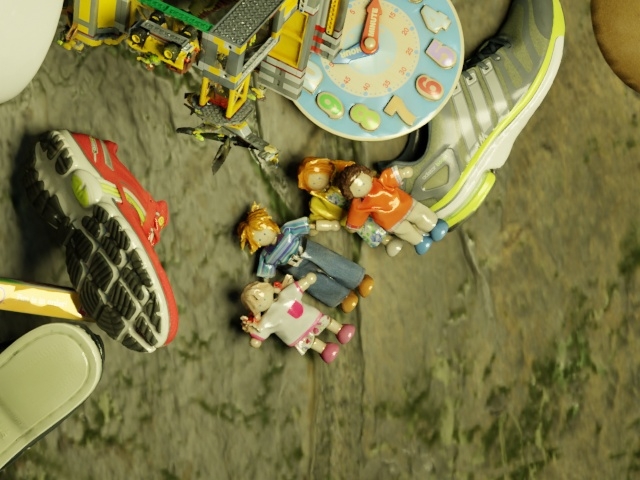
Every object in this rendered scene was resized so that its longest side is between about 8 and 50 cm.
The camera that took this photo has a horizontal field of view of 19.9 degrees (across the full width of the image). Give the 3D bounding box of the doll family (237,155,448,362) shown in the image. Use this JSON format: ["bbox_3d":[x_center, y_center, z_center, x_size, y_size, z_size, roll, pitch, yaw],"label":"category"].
[{"bbox_3d":[0.000,0.000,2.010,0.163,0.118,0.263,34,103,-28],"label":"doll family"}]

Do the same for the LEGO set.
[{"bbox_3d":[-0.111,-0.217,1.857,0.255,0.331,0.192,20,134,8],"label":"LEGO set"}]

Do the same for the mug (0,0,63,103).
[{"bbox_3d":[-0.421,-0.214,1.690,0.328,0.276,0.374,16,57,-30],"label":"mug"}]

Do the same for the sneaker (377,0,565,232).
[{"bbox_3d":[0.172,-0.164,2.041,0.121,0.111,0.300,29,85,-18],"label":"sneaker"}]

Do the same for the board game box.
[{"bbox_3d":[-0.307,0.058,1.879,0.259,0.124,0.039,12,88,-22],"label":"board game box"}]

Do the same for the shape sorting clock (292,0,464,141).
[{"bbox_3d":[0.054,-0.211,1.993,0.206,0.040,0.206,0,82,3],"label":"shape sorting clock"}]

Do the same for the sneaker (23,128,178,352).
[{"bbox_3d":[-0.196,-0.010,1.855,0.118,0.279,0.107,0,140,-42],"label":"sneaker"}]

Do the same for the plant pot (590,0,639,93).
[{"bbox_3d":[0.469,-0.265,2.058,0.237,0.254,0.237,-3,100,-20],"label":"plant pot"}]

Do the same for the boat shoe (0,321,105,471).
[{"bbox_3d":[-0.362,0.186,1.881,0.340,0.113,0.127,-38,90,11],"label":"boat shoe"}]
